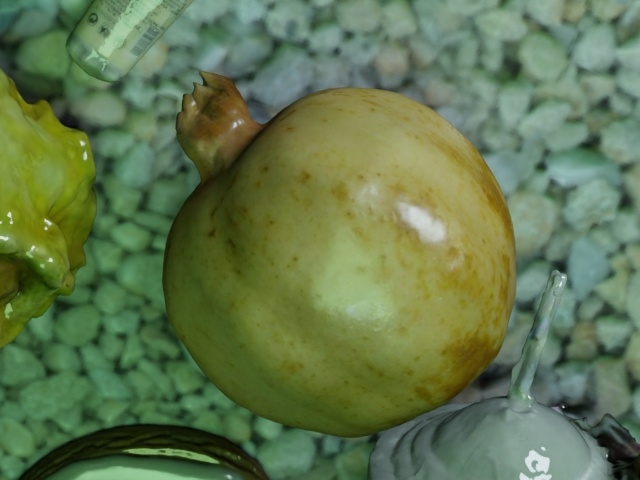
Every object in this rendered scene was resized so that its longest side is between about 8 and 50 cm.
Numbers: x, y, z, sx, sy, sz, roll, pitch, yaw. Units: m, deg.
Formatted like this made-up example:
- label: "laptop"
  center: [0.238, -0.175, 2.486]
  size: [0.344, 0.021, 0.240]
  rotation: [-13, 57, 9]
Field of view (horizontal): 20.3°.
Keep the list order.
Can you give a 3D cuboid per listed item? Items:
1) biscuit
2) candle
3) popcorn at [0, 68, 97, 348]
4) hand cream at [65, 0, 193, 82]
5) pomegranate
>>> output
- label: "biscuit"
  center: [-0.125, 0.214, 1.212]
  size: [0.208, 0.049, 0.181]
  rotation: [-27, 116, 14]
- label: "candle"
  center: [0.116, 0.186, 1.130]
  size: [0.187, 0.187, 0.330]
  rotation: [2, 116, -2]
- label: "popcorn"
  center: [-0.222, -0.010, 1.032]
  size: [0.197, 0.155, 0.198]
  rotation: [-5, 112, -11]
- label: "hand cream"
  center: [-0.093, -0.154, 1.026]
  size: [0.061, 0.039, 0.143]
  rotation: [39, 102, -11]
- label: "pomegranate"
  center: [0.011, 0.013, 1.022]
  size: [0.207, 0.207, 0.207]
  rotation: [-1, 118, -1]
